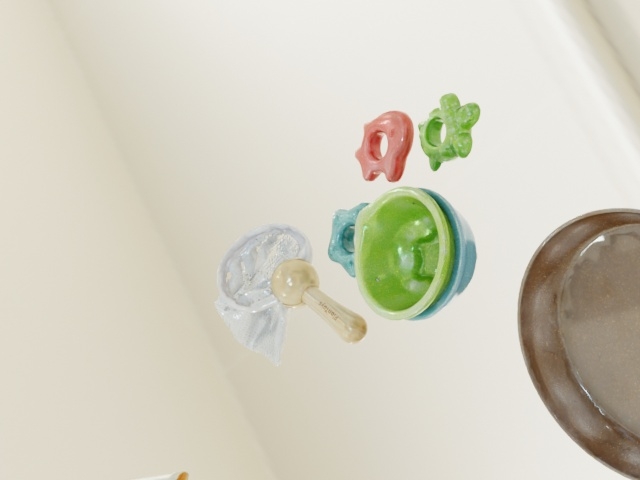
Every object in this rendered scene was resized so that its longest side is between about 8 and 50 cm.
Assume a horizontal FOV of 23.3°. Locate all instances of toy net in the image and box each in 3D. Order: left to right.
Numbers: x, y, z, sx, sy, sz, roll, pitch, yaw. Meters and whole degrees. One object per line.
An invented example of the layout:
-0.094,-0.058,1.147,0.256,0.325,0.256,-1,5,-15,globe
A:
0.000,0.000,0.856,0.045,0.232,0.122,4,-106,-40,toy net

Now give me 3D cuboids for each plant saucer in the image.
0.187,0.058,0.868,0.029,0.168,0.168,-28,-99,-44,plant saucer

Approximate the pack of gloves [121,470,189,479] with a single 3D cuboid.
-0.196,0.216,0.881,0.046,0.232,0.195,43,-128,-31,pack of gloves
